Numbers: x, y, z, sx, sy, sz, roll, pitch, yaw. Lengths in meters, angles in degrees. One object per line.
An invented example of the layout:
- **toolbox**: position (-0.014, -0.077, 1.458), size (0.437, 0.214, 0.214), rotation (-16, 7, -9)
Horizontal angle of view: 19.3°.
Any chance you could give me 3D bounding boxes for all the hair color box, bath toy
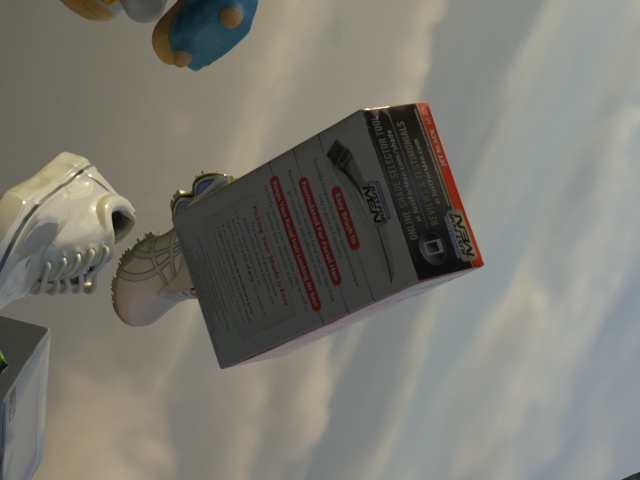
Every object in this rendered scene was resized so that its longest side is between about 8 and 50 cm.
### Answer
- **hair color box**: position (0.000, 0.000, 0.989), size (0.167, 0.053, 0.093), rotation (-26, -101, 47)
- **bath toy**: position (-0.197, -0.270, 1.433), size (0.151, 0.348, 0.129), rotation (-25, -138, 32)

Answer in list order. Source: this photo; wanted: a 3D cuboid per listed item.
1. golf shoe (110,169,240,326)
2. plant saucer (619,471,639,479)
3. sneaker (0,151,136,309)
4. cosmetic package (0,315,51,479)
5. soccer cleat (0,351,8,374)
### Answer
- **golf shoe**: position (-0.111, 0.026, 1.535), size (0.176, 0.069, 0.086), rotation (-52, -130, 33)
- **plant saucer**: position (0.142, 0.143, 0.736), size (0.195, 0.195, 0.037), rotation (113, -35, -46)
- **sneaker**: position (-0.209, 0.004, 1.464), size (0.094, 0.091, 0.258), rotation (-60, 179, 29)
- **cosmetic package**: position (-0.319, 0.108, 1.344), size (0.107, 0.238, 0.127), rotation (-70, 173, -56)
- **soccer cleat**: position (-0.229, 0.050, 1.110), size (0.060, 0.072, 0.179), rotation (-49, 173, -17)
